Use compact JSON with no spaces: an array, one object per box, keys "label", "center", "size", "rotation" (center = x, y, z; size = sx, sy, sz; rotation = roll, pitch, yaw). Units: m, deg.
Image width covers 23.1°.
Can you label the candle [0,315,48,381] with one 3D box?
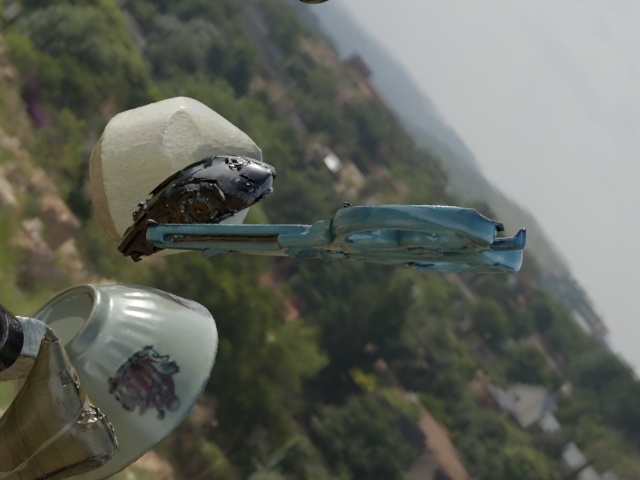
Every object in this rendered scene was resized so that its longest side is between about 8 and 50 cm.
[{"label":"candle","center":[-0.451,0.144,2.055],"size":[0.168,0.192,0.068],"rotation":[121,-28,-68]}]

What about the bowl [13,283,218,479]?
[{"label":"bowl","center":[-0.323,0.164,2.190],"size":[0.157,0.337,0.337],"rotation":[51,6,-31]}]

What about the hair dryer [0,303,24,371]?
[{"label":"hair dryer","center":[-0.408,0.043,1.565],"size":[0.248,0.071,0.114],"rotation":[35,-10,6]}]

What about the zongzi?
[{"label":"zongzi","center":[-0.373,0.221,1.964],"size":[0.099,0.194,0.197],"rotation":[-114,-179,-68]}]

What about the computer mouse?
[{"label":"computer mouse","center":[-0.155,-0.048,1.877],"size":[0.078,0.241,0.146],"rotation":[62,29,-5]}]

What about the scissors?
[{"label":"scissors","center":[0.000,0.001,1.366],"size":[0.180,0.392,0.032],"rotation":[27,69,-54]}]

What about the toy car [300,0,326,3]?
[{"label":"toy car","center":[0.041,-0.348,1.580],"size":[0.198,0.248,0.204],"rotation":[19,36,-54]}]

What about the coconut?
[{"label":"coconut","center":[-0.212,-0.098,2.392],"size":[0.237,0.265,0.237],"rotation":[-8,90,-72]}]
